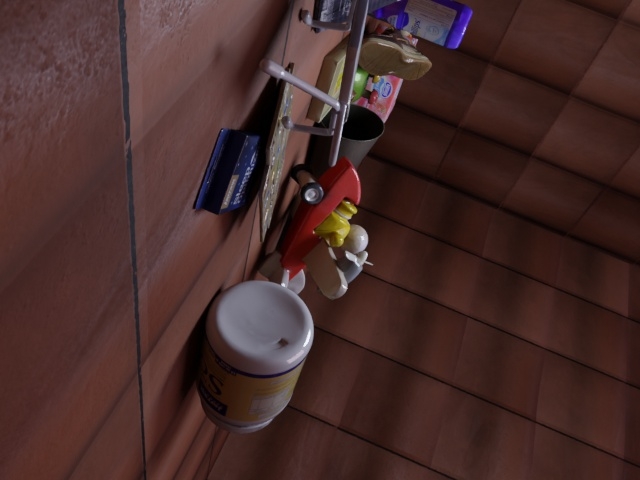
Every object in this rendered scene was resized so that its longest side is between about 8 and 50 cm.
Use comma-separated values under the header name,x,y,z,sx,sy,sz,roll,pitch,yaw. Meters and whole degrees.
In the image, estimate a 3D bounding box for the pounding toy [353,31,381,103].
name,x,y,z,sx,sy,sz,roll,pitch,yaw
pounding toy,0.157,-0.536,2.043,0.183,0.110,0.236,102,12,-70

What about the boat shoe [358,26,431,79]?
name,x,y,z,sx,sy,sz,roll,pitch,yaw
boat shoe,0.211,-0.592,1.948,0.342,0.123,0.123,-3,154,-45

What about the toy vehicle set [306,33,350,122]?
name,x,y,z,sx,sy,sz,roll,pitch,yaw
toy vehicle set,0.039,-0.429,1.637,0.267,0.035,0.166,-61,172,-56

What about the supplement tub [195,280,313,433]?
name,x,y,z,sx,sy,sz,roll,pitch,yaw
supplement tub,-0.163,0.279,1.462,0.241,0.241,0.331,-63,174,-46

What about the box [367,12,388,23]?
name,x,y,z,sx,sy,sz,roll,pitch,yaw
box,0.207,-0.666,1.669,0.093,0.156,0.158,-61,173,-46

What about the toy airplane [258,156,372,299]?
name,x,y,z,sx,sy,sz,roll,pitch,yaw
toy airplane,0.000,0.000,1.746,0.384,0.272,0.386,-28,-127,60

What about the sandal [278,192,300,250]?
name,x,y,z,sx,sy,sz,roll,pitch,yaw
sandal,-0.053,-0.068,1.985,0.054,0.097,0.254,12,113,-57

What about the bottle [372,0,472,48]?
name,x,y,z,sx,sy,sz,roll,pitch,yaw
bottle,0.216,-0.554,1.504,0.118,0.283,0.092,73,40,-85

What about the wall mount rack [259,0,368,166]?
name,x,y,z,sx,sy,sz,roll,pitch,yaw
wall mount rack,-0.001,-0.305,0.979,0.304,0.131,0.350,99,1,-84

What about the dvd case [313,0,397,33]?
name,x,y,z,sx,sy,sz,roll,pitch,yaw
dvd case,0.089,-0.496,1.203,0.221,0.018,0.164,-27,162,-16

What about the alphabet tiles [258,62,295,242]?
name,x,y,z,sx,sy,sz,roll,pitch,yaw
alphabet tiles,-0.086,-0.165,1.227,0.342,0.011,0.285,103,-1,-68

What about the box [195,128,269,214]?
name,x,y,z,sx,sy,sz,roll,pitch,yaw
box,-0.140,-0.117,1.050,0.225,0.037,0.136,-43,155,-77

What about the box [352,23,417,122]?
name,x,y,z,sx,sy,sz,roll,pitch,yaw
box,0.225,-0.598,2.272,0.300,0.154,0.142,109,6,-51

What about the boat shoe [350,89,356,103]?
name,x,y,z,sx,sy,sz,roll,pitch,yaw
boat shoe,0.056,-0.383,1.911,0.064,0.060,0.178,-45,157,-79

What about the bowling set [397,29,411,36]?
name,x,y,z,sx,sy,sz,roll,pitch,yaw
bowling set,0.260,-0.716,1.975,0.200,0.287,0.154,-22,-147,49

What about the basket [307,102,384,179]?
name,x,y,z,sx,sy,sz,roll,pitch,yaw
basket,0.056,-0.271,1.856,0.154,0.204,0.227,66,-32,28
